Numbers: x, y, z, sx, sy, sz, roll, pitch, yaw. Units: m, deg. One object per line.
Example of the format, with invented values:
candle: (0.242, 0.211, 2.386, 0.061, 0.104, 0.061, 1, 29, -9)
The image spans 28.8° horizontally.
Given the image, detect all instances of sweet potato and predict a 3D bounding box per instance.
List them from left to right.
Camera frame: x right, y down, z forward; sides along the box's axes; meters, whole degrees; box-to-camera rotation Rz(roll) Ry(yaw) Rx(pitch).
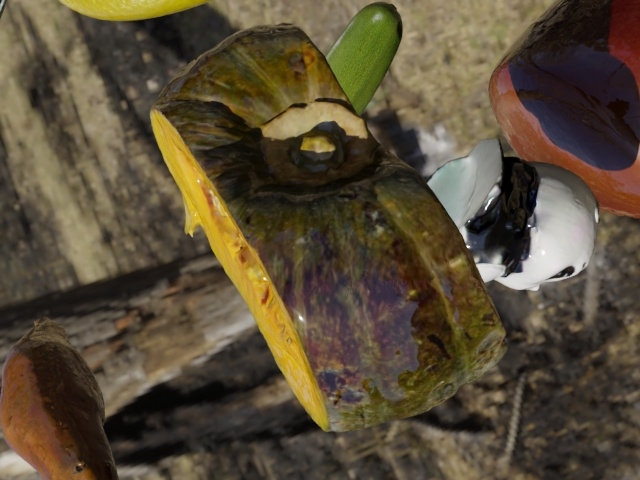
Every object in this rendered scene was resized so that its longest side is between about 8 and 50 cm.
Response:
sweet potato: (-0.288, 0.186, 1.340, 0.359, 0.112, 0.112, -118, 18, -55)

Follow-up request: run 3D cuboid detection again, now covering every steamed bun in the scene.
steamed bun: (0.351, -0.183, 1.485, 0.248, 0.235, 0.379, 47, 175, -11)

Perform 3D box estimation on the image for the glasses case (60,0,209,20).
glasses case: (-0.023, -0.272, 0.796, 0.173, 0.371, 0.141, 37, 161, 56)

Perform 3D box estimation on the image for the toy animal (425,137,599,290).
toy animal: (0.186, -0.015, 1.197, 0.166, 0.179, 0.138, 11, 87, 62)

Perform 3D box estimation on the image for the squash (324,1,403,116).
squash: (0.006, -0.134, 1.264, 0.066, 0.252, 0.066, 35, 179, 1)

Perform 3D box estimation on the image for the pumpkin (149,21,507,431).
pumpkin: (0.000, 0.000, 0.879, 0.317, 0.139, 0.222, 51, 165, 38)

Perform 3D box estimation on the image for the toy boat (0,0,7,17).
toy boat: (-0.299, -0.235, 0.954, 0.092, 0.141, 0.319, -68, -2, -75)
